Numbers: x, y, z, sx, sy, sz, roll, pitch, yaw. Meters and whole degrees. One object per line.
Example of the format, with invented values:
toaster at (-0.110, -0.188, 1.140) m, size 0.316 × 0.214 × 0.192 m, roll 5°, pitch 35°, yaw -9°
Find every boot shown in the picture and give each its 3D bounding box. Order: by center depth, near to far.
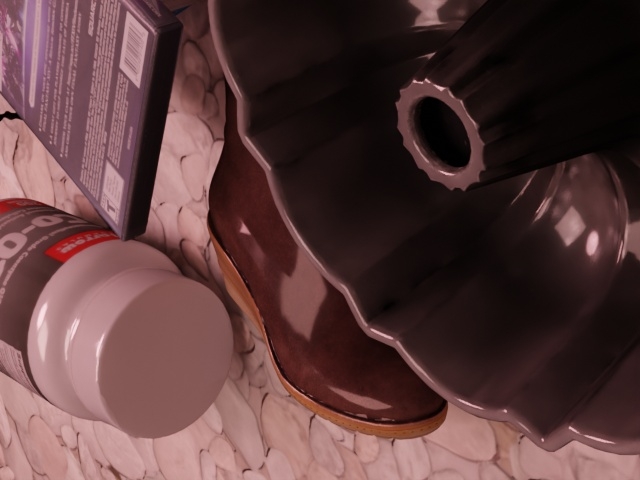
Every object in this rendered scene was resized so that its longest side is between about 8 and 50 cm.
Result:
boot at (0.000, 0.000, 0.828) m, size 0.248 × 0.090 × 0.207 m, roll 38°, pitch 138°, yaw 39°

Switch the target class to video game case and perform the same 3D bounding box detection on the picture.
video game case at (-0.198, -0.156, 0.873) m, size 0.274 × 0.026 × 0.196 m, roll 48°, pitch 142°, yaw 26°

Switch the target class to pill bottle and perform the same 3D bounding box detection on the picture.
pill bottle at (-0.215, 0.065, 1.081) m, size 0.283 × 0.161 × 0.161 m, roll 18°, pitch 122°, yaw 46°

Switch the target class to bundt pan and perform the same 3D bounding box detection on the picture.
bundt pan at (0.094, -0.074, 0.555) m, size 0.331 × 0.124 × 0.331 m, roll 37°, pitch 145°, yaw 32°

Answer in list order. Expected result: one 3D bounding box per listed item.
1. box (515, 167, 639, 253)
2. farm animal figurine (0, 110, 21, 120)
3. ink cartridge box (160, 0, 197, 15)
box at (0.143, 0.019, 0.702) m, size 0.225 × 0.036 × 0.136 m, roll 5°, pitch 113°, yaw 49°
farm animal figurine at (-0.435, -0.250, 1.067) m, size 0.172 × 0.326 × 0.330 m, roll -26°, pitch 69°, yaw 42°
ink cartridge box at (-0.114, -0.201, 0.853) m, size 0.181 × 0.104 × 0.062 m, roll -16°, pitch 97°, yaw 54°
